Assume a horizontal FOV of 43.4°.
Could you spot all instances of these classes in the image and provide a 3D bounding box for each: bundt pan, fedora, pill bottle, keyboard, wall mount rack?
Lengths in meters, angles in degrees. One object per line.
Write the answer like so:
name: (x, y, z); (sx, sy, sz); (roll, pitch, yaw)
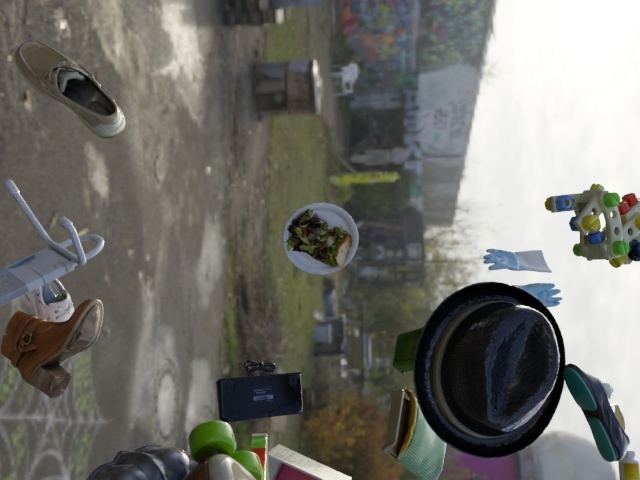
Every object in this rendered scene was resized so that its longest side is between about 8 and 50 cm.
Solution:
bundt pan: (-0.271, 0.518, 1.424); (0.124, 0.331, 0.330); (-32, -131, 47)
fedora: (0.333, 0.233, 1.479); (0.152, 0.334, 0.334); (129, -38, -76)
pill bottle: (0.654, 0.489, 1.705); (0.043, 0.043, 0.083); (76, 17, -69)
keyboard: (-0.112, 0.275, 1.499); (0.023, 0.180, 0.108); (-13, -102, 51)
wall mount rack: (-0.602, 0.013, 1.502); (0.304, 0.350, 0.130); (21, -48, 46)

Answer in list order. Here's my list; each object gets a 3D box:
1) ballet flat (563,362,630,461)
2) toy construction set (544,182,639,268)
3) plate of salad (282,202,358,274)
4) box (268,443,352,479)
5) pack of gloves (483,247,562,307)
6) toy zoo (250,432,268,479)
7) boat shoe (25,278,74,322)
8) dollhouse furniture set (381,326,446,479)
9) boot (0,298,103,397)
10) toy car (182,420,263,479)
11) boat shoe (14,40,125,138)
ballet flat: (0.510, 0.303, 1.470); (0.203, 0.074, 0.074); (64, 7, -4)
toy construction set: (0.621, -0.072, 1.631); (0.215, 0.328, 0.151); (61, -14, -13)
plate of salad: (0.000, 0.000, 2.088); (0.048, 0.200, 0.199); (-97, -176, -70)
box: (-0.050, 0.663, 2.166); (0.148, 0.232, 0.126); (20, 92, -79)
pack of gloves: (0.576, 0.096, 2.263); (0.046, 0.232, 0.195); (123, -40, -49)
toy zoo: (-0.100, 0.460, 1.326); (0.293, 0.030, 0.192); (-118, -154, -84)
boat shoe: (-0.728, 0.176, 2.206); (0.098, 0.096, 0.277); (-51, 122, -47)
dollhouse furniture set: (0.263, 0.362, 1.774); (0.197, 0.151, 0.301); (42, 45, -33)
boot: (-0.692, 0.233, 2.061); (0.109, 0.220, 0.283); (9, 110, -62)
toy car: (-0.152, 0.320, 0.884); (0.149, 0.188, 0.155); (61, 4, -44)
boat shoe: (-0.556, -0.351, 1.783); (0.109, 0.302, 0.098); (-46, 173, -20)
